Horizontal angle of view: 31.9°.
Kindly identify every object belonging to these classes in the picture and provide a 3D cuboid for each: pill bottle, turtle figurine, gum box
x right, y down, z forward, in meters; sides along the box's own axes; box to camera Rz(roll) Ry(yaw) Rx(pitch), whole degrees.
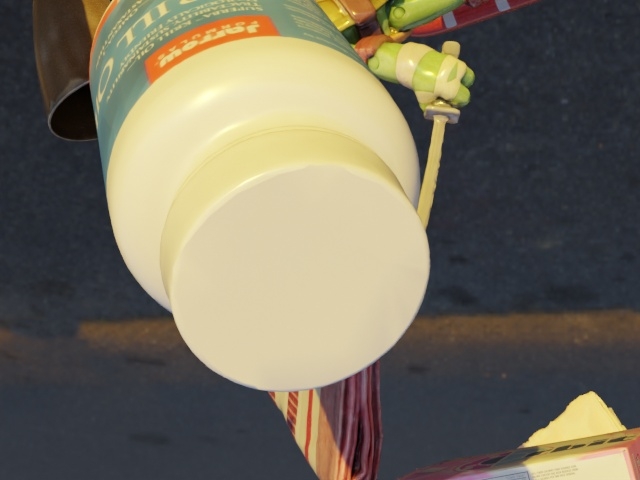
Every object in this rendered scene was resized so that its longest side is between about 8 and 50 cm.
[{"bbox_3d":[-0.030,-0.037,0.470,0.124,0.221,0.124,-7,119,-12],"label":"pill bottle"},{"bbox_3d":[0.083,-0.137,0.897,0.266,0.274,0.198,-39,164,-2],"label":"turtle figurine"},{"bbox_3d":[0.130,0.177,0.752,0.189,0.062,0.107,-16,173,23],"label":"gum box"}]

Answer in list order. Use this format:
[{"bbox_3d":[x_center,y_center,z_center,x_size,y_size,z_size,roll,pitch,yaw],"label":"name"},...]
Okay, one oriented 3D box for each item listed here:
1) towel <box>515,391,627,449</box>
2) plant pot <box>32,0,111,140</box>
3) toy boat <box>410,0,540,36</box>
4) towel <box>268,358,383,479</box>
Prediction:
[{"bbox_3d":[0.201,0.346,0.930,0.332,0.317,0.053,-46,142,20],"label":"towel"},{"bbox_3d":[-0.395,-0.322,1.894,0.215,0.230,0.215,-23,163,-7],"label":"plant pot"},{"bbox_3d":[0.142,-0.302,1.187,0.231,0.150,0.151,-16,-171,23],"label":"toy boat"},{"bbox_3d":[-0.005,0.045,0.908,0.037,0.237,0.329,2,-169,-14],"label":"towel"}]
